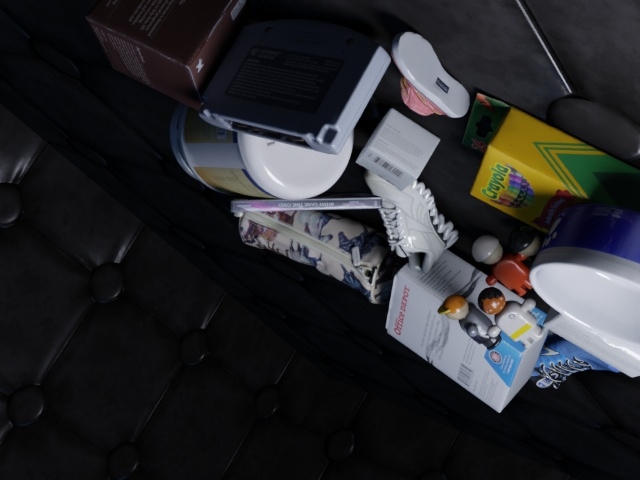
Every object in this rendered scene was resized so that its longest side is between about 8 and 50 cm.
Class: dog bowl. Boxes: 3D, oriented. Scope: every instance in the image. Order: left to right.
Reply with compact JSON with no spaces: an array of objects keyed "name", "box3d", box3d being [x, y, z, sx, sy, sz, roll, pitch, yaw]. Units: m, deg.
[{"name":"dog bowl","box3d":[0.445,0.058,1.471,0.265,0.104,0.265,25,164,8]}]

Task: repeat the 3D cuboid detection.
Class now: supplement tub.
[{"name":"supplement tub","box3d":[-0.114,-0.192,1.807,0.228,0.228,0.316,40,162,-31]}]

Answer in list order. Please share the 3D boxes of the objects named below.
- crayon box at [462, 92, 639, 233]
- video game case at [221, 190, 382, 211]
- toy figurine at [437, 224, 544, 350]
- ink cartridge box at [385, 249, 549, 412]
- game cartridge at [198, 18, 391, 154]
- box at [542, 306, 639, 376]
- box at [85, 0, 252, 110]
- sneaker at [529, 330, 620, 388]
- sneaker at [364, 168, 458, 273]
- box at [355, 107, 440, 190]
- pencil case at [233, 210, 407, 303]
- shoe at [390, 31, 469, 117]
[{"name":"crayon box","box3d":[0.351,-0.086,1.540,0.318,0.081,0.202,29,165,10]},{"name":"video game case","box3d":[-0.040,-0.074,1.888,0.274,0.026,0.196,-1,-174,-10]},{"name":"toy figurine","box3d":[0.339,0.087,1.870,0.148,0.209,0.213,41,162,-14]},{"name":"ink cartridge box","box3d":[0.302,0.177,2.110,0.307,0.129,0.223,35,146,23]},{"name":"game cartridge","box3d":[-0.040,-0.245,1.550,0.297,0.198,0.062,19,160,40]},{"name":"box","box3d":[0.495,0.101,1.667,0.181,0.182,0.119,31,167,3]},{"name":"box","box3d":[-0.242,-0.347,1.667,0.203,0.168,0.167,28,164,14]},{"name":"sneaker","box3d":[0.527,0.260,2.178,0.130,0.147,0.330,37,163,-20]},{"name":"sneaker","box3d":[0.167,-0.041,1.968,0.110,0.118,0.292,18,159,46]},{"name":"box","box3d":[0.131,-0.154,1.729,0.101,0.087,0.102,32,166,-4]},{"name":"pencil case","box3d":[0.000,0.000,2.321,0.410,0.160,0.183,24,180,24]},{"name":"shoe","box3d":[0.140,-0.239,1.487,0.081,0.063,0.178,6,156,47]}]
